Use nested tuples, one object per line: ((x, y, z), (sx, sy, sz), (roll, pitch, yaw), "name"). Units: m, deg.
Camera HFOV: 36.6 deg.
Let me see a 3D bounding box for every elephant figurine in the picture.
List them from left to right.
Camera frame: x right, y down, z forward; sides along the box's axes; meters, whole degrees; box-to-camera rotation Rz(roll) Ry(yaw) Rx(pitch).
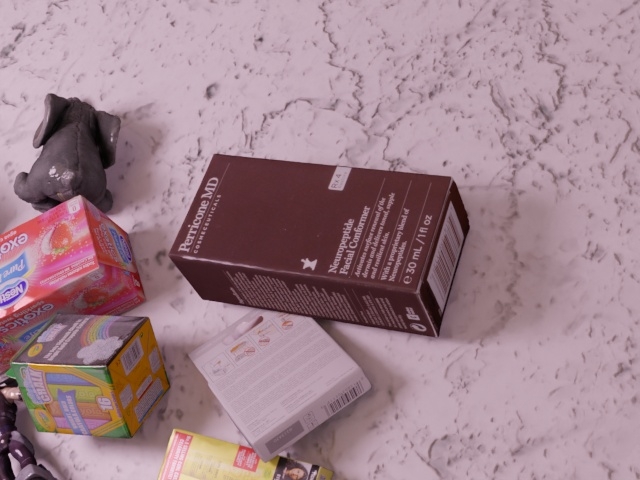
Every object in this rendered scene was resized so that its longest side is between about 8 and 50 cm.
((-0.414, -0.170, 1.609), (0.186, 0.169, 0.239), (-4, 70, 26), "elephant figurine")

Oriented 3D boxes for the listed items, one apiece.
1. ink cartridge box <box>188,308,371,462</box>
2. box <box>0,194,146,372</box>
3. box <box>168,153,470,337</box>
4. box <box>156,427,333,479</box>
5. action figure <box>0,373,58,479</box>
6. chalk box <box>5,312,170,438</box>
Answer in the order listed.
((-0.063, 0.185, 1.370), (0.181, 0.056, 0.225), (-34, 38, -13), "ink cartridge box")
((-0.450, 0.077, 1.524), (0.300, 0.154, 0.142), (-26, 61, 7), "box")
((0.000, 0.000, 1.379), (0.381, 0.143, 0.191), (6, 60, 25), "box")
((-0.105, 0.326, 1.329), (0.232, 0.058, 0.087), (10, 71, 25), "box")
((-0.472, 0.315, 1.460), (0.185, 0.099, 0.285), (-42, 55, 7), "action figure")
((-0.354, 0.195, 1.416), (0.213, 0.132, 0.132), (-1, 29, 23), "chalk box")
